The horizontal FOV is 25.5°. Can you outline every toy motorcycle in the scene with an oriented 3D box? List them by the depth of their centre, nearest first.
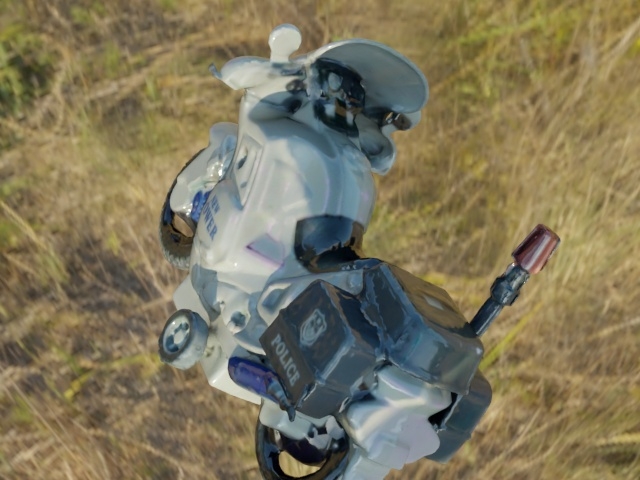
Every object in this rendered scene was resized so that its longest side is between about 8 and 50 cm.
[{"bbox_3d":[0.000,0.000,0.582,0.150,0.102,0.221,-48,41,17],"label":"toy motorcycle"}]
